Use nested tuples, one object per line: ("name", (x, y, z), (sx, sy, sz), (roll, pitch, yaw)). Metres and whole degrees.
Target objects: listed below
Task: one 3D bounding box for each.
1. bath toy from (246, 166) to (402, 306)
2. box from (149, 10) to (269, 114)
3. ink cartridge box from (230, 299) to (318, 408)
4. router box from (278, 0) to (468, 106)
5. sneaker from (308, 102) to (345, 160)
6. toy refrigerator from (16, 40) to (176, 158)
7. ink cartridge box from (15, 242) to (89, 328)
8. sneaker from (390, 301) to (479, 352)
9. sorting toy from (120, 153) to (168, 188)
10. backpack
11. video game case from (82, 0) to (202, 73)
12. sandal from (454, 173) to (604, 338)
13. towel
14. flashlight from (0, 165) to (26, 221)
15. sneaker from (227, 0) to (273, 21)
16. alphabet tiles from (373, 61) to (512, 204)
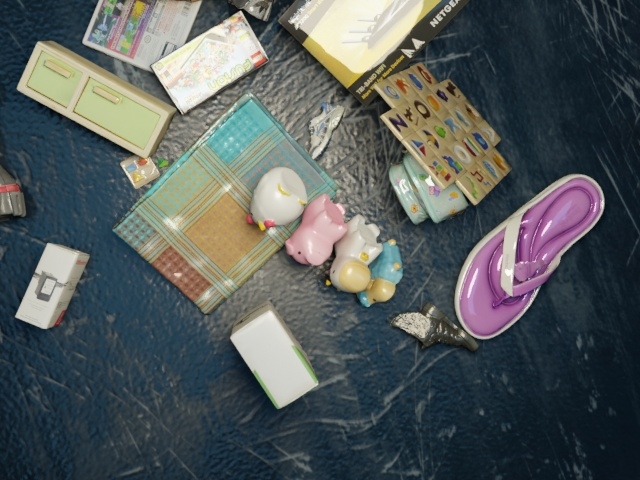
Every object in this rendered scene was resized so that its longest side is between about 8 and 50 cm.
("bath toy", (0.000, 0.000, 1.532), (0.348, 0.151, 0.129), (35, 126, -29))
("box", (-0.216, -0.348, 1.585), (0.207, 0.036, 0.114), (-34, 108, -8))
("ink cartridge box", (-0.089, 0.208, 1.518), (0.093, 0.219, 0.160), (-33, 93, -4))
("router box", (0.108, -0.456, 1.574), (0.243, 0.081, 0.309), (42, 101, -10))
("sneaker", (-0.003, -0.218, 1.626), (0.058, 0.052, 0.135), (26, 78, 3))
("toy refrigerator", (-0.421, -0.267, 1.530), (0.269, 0.094, 0.102), (29, 103, -6))
("ink cartridge box", (-0.501, 0.083, 1.517), (0.063, 0.109, 0.150), (23, 86, -3))
("sneaker", (0.234, 0.193, 1.648), (0.170, 0.051, 0.089), (41, 84, -1))
("sorting toy", (-0.344, -0.147, 1.591), (0.083, 0.012, 0.062), (-31, 93, -7))
("backpack", (0.215, -0.113, 1.579), (0.144, 0.188, 0.166), (-26, 94, 4))
("video game case", (-0.345, -0.444, 1.592), (0.183, 0.023, 0.201), (22, 87, -7))
("sandal", (0.426, 0.021, 1.649), (0.169, 0.102, 0.416), (40, 84, -5))
("towel", (-0.175, -0.064, 1.546), (0.370, 0.040, 0.271), (-44, 110, 1))
("flashlight", (-0.629, -0.186, 1.508), (0.103, 0.103, 0.304), (-10, 91, -7))
("sneaker", (-0.080, -0.494, 1.533), (0.101, 0.268, 0.153), (16, 95, -45))
("alphabet tiles", (0.240, -0.212, 1.540), (0.285, 0.342, 0.011), (49, 126, 3))
